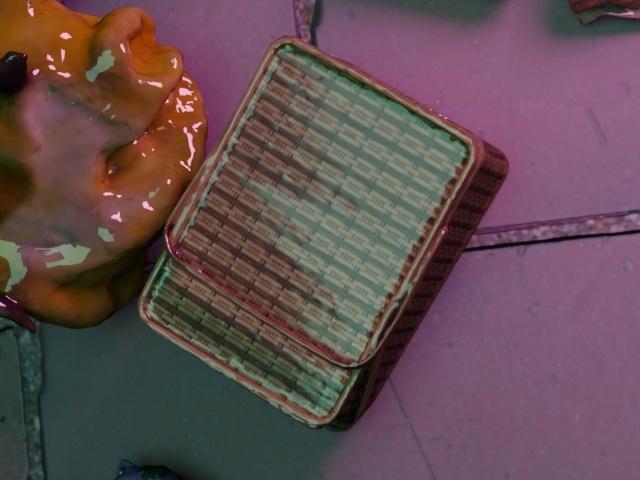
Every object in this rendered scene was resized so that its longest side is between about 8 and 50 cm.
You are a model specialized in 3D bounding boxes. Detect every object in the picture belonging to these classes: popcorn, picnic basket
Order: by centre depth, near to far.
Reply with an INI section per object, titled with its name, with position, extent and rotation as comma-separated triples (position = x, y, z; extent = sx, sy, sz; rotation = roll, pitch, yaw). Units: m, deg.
[picnic basket]
position = 0.000, 0.000, 1.402
extent = 0.228, 0.175, 0.313
rotation = 32, 98, 15
[popcorn]
position = -0.265, -0.093, 1.453
extent = 0.297, 0.281, 0.316
rotation = 23, 112, -14

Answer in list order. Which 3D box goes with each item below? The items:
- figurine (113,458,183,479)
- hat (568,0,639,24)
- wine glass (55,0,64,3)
[figurine]
position = -0.182, 0.306, 1.471
extent = 0.114, 0.144, 0.178
rotation = 20, 105, 27
[hat]
position = 0.350, -0.309, 1.343
extent = 0.286, 0.107, 0.236
rotation = 2, 117, 17
[wine glass]
position = -0.297, -0.270, 1.543
extent = 0.202, 0.093, 0.093
rotation = -44, 77, 12
